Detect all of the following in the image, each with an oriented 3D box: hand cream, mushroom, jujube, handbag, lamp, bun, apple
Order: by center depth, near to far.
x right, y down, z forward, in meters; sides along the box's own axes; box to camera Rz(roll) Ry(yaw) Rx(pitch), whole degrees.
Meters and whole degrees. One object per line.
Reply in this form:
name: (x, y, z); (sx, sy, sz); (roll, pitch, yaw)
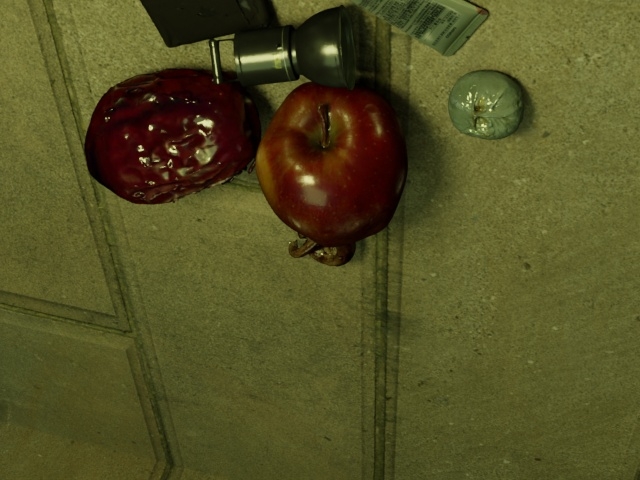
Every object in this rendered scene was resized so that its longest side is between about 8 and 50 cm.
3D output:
hand cream: (0.108, -0.420, 1.807); (0.340, 0.078, 0.124); (24, 141, -16)
lamp: (-0.061, -0.325, 1.888); (0.227, 0.172, 0.147); (-4, 102, 12)
handbag: (-0.224, -0.451, 1.894); (0.223, 0.080, 0.247); (-5, 135, 28)
bun: (0.290, -0.232, 1.914); (0.140, 0.083, 0.141); (15, 140, 13)
apple: (0.025, -0.135, 1.991); (0.288, 0.288, 0.317); (13, 157, 10)
jujube: (-0.287, -0.204, 2.096); (0.376, 0.258, 0.258); (-12, 131, 25)
mushroom: (0.000, -0.001, 2.312); (0.170, 0.080, 0.135); (-11, 119, 34)
